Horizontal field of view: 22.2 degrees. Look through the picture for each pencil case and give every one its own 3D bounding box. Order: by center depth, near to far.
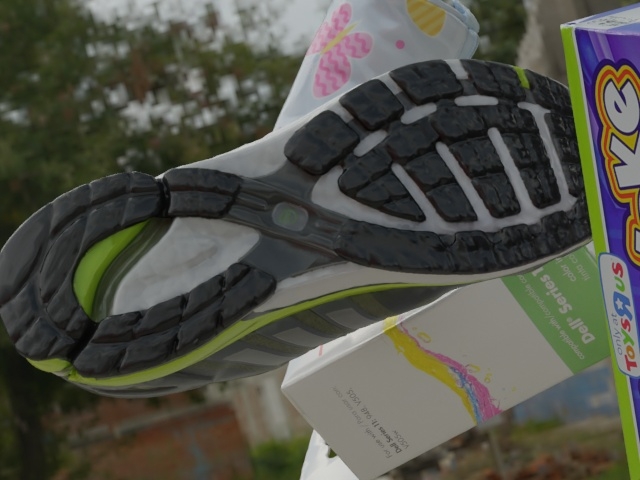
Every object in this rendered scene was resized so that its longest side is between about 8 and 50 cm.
[{"bbox_3d":[0.021,-0.066,1.237,0.124,0.273,0.113,20,-4,41],"label":"pencil case"}]

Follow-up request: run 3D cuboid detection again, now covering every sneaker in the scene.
[{"bbox_3d":[0.000,0.000,0.775,0.300,0.111,0.121,-14,-17,-7],"label":"sneaker"}]

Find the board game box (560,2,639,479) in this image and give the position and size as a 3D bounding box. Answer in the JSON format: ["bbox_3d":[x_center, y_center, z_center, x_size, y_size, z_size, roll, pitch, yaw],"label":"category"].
[{"bbox_3d":[0.198,0.094,0.539,0.078,0.347,0.233,-17,15,-20],"label":"board game box"}]

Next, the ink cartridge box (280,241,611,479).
[{"bbox_3d":[0.095,0.067,1.382,0.353,0.119,0.207,-31,19,23],"label":"ink cartridge box"}]
